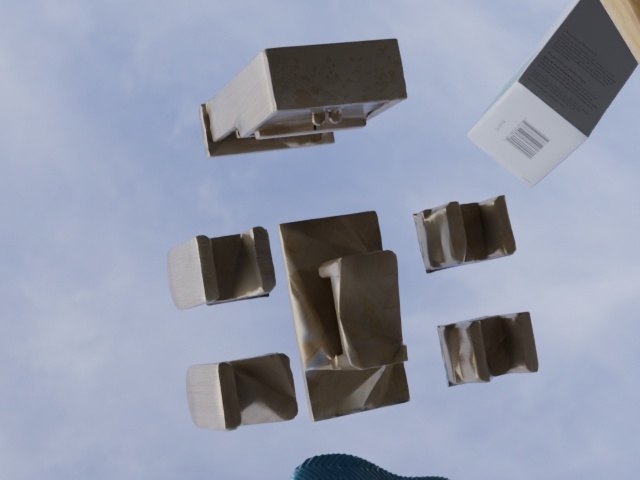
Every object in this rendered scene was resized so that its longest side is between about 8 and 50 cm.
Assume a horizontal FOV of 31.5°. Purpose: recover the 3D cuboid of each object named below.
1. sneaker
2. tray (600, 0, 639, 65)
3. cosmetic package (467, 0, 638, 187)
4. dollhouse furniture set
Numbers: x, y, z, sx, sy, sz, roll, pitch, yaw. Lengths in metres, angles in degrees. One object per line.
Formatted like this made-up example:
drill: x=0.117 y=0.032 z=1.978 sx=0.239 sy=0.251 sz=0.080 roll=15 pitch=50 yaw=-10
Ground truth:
sneaker: x=0.057 y=0.298 z=1.231 sx=0.228 sy=0.092 sz=0.087 roll=21 pitch=-147 yaw=-29
tray: x=0.251 y=0.010 z=0.304 sx=0.411 sy=0.202 sz=0.076 roll=57 pitch=-141 yaw=-4
cosmetic package: x=0.430 y=-0.286 z=1.934 sx=0.155 sy=0.197 sz=0.365 roll=38 pitch=-122 yaw=0
dollhouse furniture set: x=0.000 y=0.000 z=1.300 sx=0.362 sy=0.256 sz=0.394 roll=-8 pitch=-94 yaw=-21
